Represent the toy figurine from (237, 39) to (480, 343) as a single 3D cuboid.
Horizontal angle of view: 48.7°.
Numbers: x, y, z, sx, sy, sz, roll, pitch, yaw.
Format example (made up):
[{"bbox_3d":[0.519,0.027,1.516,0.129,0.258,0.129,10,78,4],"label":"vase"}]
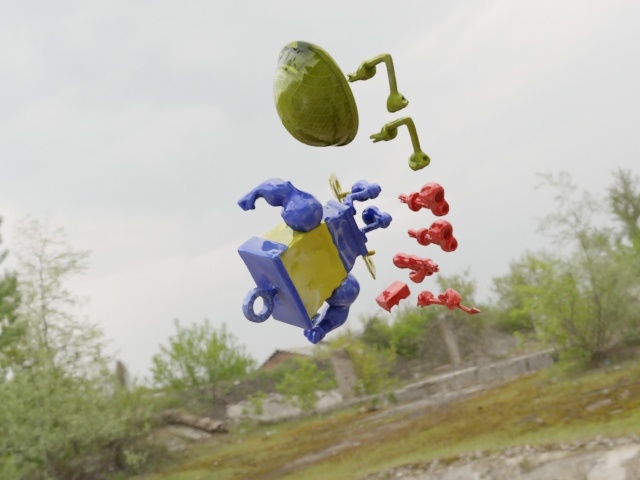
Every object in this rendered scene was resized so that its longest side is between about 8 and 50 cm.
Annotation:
[{"bbox_3d":[0.000,0.000,0.758,0.217,0.363,0.191,-40,36,-23],"label":"toy figurine"}]
